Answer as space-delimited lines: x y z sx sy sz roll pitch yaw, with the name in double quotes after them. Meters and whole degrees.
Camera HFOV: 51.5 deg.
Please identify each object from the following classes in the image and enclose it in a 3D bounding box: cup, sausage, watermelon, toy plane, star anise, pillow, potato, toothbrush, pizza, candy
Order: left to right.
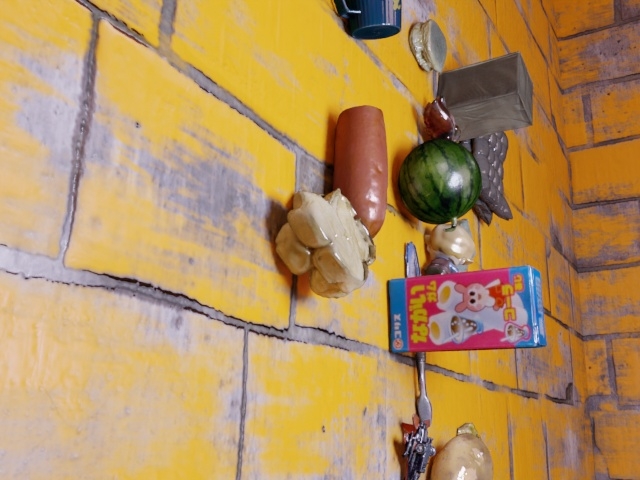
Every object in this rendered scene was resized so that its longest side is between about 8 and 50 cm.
0.075 -0.122 1.247 0.113 0.113 0.259 30 56 -53 "sausage"
0.094 -0.510 1.381 0.176 0.131 0.155 -6 92 -30 "cup"
0.196 0.455 1.352 0.130 0.061 0.189 36 53 -52 "toy plane"
0.219 0.206 1.482 0.042 0.035 0.414 31 54 -77 "toothbrush"
0.274 -0.121 1.497 0.188 0.188 0.215 3 60 -59 "watermelon"
0.311 -0.233 1.693 0.288 0.088 0.289 -7 90 -71 "star anise"
0.306 0.548 1.468 0.161 0.128 0.235 13 75 -41 "potato"
0.294 0.146 1.357 0.100 0.305 0.157 19 66 -59 "candy"
0.376 0.513 1.665 0.160 0.035 0.099 6 77 -59 "pizza"
0.494 -0.231 1.994 0.228 0.101 0.327 36 51 -49 "pillow"

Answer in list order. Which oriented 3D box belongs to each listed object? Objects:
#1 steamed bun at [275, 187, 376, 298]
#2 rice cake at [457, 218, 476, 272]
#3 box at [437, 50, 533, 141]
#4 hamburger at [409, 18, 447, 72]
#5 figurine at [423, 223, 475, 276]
0.000 0.000 1.100 0.192 0.106 0.178 52 26 -21 "steamed bun"
0.372 0.025 1.780 0.211 0.038 0.124 -33 111 -58 "rice cake"
0.458 -0.392 1.839 0.155 0.231 0.149 45 46 -47 "box"
0.287 -0.513 1.750 0.140 0.062 0.133 45 50 -48 "hamburger"
0.300 0.050 1.591 0.108 0.114 0.196 52 49 -41 "figurine"
